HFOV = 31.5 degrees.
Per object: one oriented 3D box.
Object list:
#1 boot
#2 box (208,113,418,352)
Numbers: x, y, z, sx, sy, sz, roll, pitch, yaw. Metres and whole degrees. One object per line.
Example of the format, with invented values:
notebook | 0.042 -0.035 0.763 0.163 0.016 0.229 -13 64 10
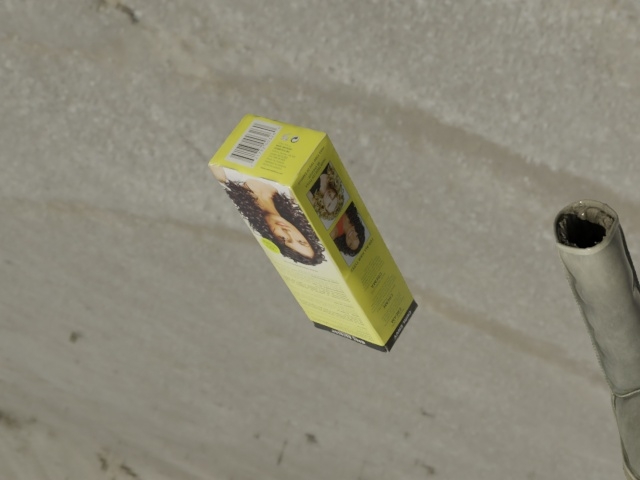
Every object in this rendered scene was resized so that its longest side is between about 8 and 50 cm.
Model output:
boot | 0.256 0.088 0.930 0.076 0.208 0.189 -16 -155 0
box | 0.000 0.000 0.923 0.087 0.058 0.232 17 153 36
